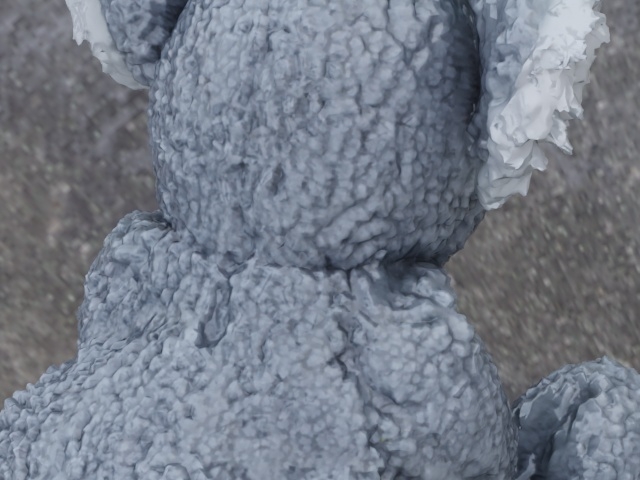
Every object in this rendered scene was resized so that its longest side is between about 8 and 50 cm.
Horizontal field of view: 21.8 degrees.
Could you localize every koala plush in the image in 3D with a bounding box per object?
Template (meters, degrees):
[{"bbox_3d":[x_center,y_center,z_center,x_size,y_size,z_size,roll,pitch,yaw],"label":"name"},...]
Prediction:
[{"bbox_3d":[0.000,0.000,0.492,0.196,0.203,0.221,19,110,27],"label":"koala plush"}]
